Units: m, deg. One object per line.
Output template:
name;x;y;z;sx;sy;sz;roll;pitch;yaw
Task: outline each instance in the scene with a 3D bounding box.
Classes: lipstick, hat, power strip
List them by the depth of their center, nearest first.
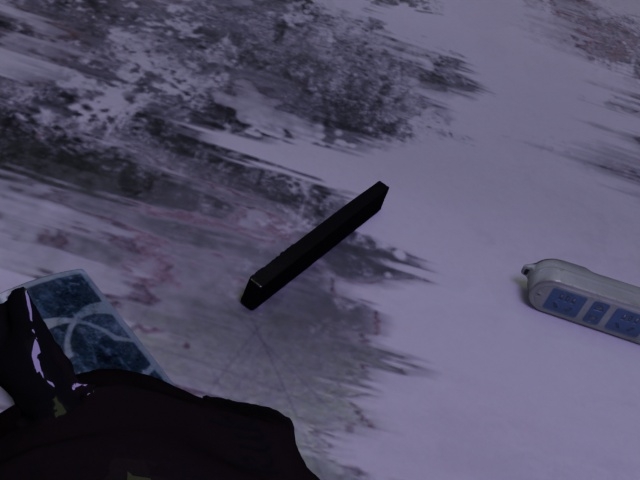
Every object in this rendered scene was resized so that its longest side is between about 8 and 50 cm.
hat;-0.102;0.169;0.410;0.336;0.238;0.209;29;-1;43
lipstick;-0.109;0.137;0.629;0.077;0.076;0.290;-20;54;-38
power strip;0.263;0.060;0.887;0.191;0.047;0.030;18;46;-2

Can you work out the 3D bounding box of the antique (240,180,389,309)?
antique;0.000;0.000;0.854;0.015;0.031;0.192;36;43;16
